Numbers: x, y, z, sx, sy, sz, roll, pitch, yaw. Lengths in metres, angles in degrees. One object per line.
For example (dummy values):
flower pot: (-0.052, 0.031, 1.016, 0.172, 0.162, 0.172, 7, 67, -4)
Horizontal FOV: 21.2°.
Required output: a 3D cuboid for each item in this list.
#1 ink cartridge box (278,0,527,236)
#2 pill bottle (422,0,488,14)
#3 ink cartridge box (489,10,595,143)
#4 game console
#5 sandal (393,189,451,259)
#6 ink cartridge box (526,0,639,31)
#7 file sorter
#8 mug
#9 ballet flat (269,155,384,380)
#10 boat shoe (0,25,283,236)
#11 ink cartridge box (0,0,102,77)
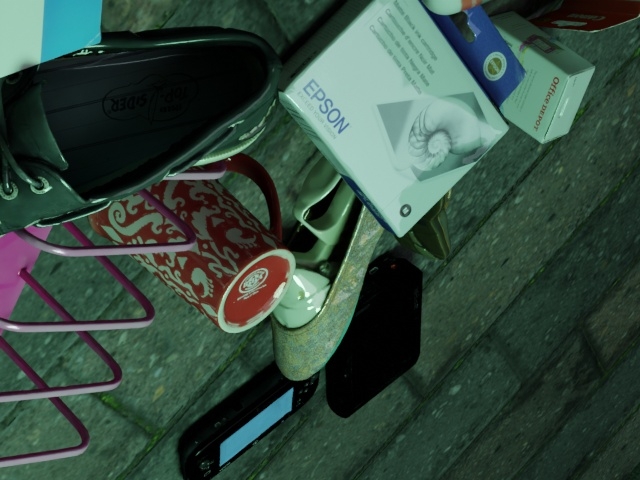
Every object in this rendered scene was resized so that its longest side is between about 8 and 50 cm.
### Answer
ink cartridge box: (0.090, -0.152, 1.666, 0.224, 0.045, 0.223, -47, 125, -8)
pill bottle: (0.227, -0.342, 1.422, 0.363, 0.210, 0.210, -20, 148, 0)
ink cartridge box: (0.222, -0.175, 1.835, 0.052, 0.122, 0.088, -20, 140, -42)
game console: (-0.019, 0.172, 1.993, 0.361, 0.044, 0.213, -36, 149, -23)
sandal: (0.114, -0.052, 1.876, 0.060, 0.090, 0.219, -58, 154, -21)
ink cartridge box: (0.318, -0.274, 1.850, 0.179, 0.145, 0.045, -21, 109, -24)
file sorter: (-0.234, 0.015, 1.351, 0.202, 0.182, 0.290, -2, 126, -54)
mug: (-0.099, -0.016, 1.519, 0.150, 0.169, 0.113, -46, 151, -7)
ballet flat: (0.000, 0.000, 1.772, 0.106, 0.107, 0.316, 10, 109, -45)
boat shoe: (-0.177, -0.075, 1.141, 0.340, 0.127, 0.113, -11, 175, -22)
ink cartridge box: (-0.273, -0.195, 1.054, 0.233, 0.171, 0.168, -27, 143, -36)
